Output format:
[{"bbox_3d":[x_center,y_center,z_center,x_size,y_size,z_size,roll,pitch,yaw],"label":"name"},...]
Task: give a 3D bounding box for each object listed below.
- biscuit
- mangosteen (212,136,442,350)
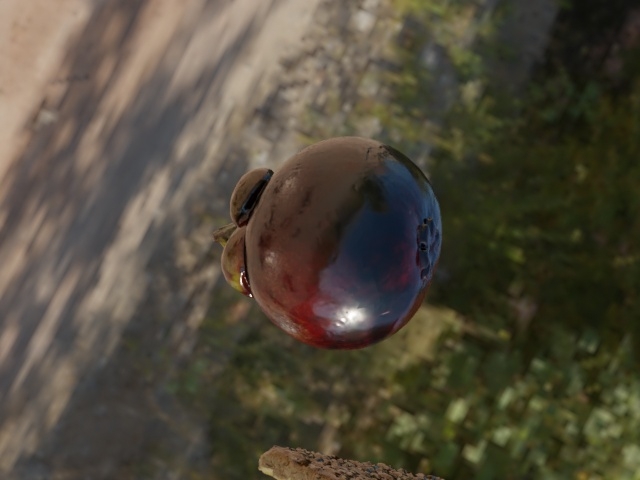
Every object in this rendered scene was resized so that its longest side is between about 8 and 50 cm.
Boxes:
[{"bbox_3d":[0.082,0.168,1.075,0.231,0.131,0.025,18,91,-39],"label":"biscuit"},{"bbox_3d":[0.000,0.000,0.986,0.140,0.140,0.140,-61,172,-14],"label":"mangosteen"}]
